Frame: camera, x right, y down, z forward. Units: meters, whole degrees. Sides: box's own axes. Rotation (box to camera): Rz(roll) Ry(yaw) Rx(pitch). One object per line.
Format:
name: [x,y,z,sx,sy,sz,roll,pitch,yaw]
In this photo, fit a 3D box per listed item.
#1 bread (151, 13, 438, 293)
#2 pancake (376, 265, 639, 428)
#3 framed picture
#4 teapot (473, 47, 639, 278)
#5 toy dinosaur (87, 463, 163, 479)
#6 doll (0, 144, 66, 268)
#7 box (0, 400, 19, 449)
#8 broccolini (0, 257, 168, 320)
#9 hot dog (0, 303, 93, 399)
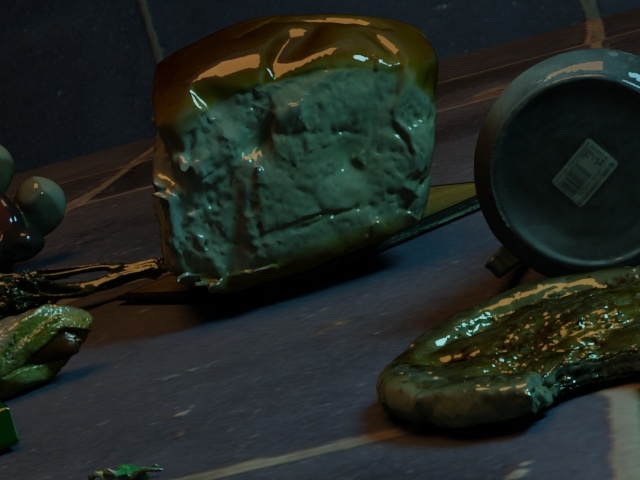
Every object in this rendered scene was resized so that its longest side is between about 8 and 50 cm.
bread: [-0.026,-0.092,1.702,0.279,0.225,0.250,-13,10,-3]
pancake: [0.150,0.061,1.171,0.253,0.037,0.253,-16,10,3]
framed picture: [0.000,0.000,1.850,0.338,0.014,0.255,-22,11,-34]
teapot: [0.205,-0.049,1.419,0.203,0.171,0.225,-45,-6,16]
toy dinosaur: [-0.113,0.146,1.163,0.083,0.021,0.062,-11,-3,32]
doll: [-0.458,-0.013,2.218,0.330,0.235,0.174,-17,-38,-60]
box: [-0.347,0.165,1.391,0.235,0.034,0.132,-19,9,-16]
broccolini: [-0.251,0.039,1.879,0.201,0.074,0.058,-16,-8,2]
hot dog: [-0.268,0.099,1.559,0.169,0.061,0.078,-15,-33,-1]
